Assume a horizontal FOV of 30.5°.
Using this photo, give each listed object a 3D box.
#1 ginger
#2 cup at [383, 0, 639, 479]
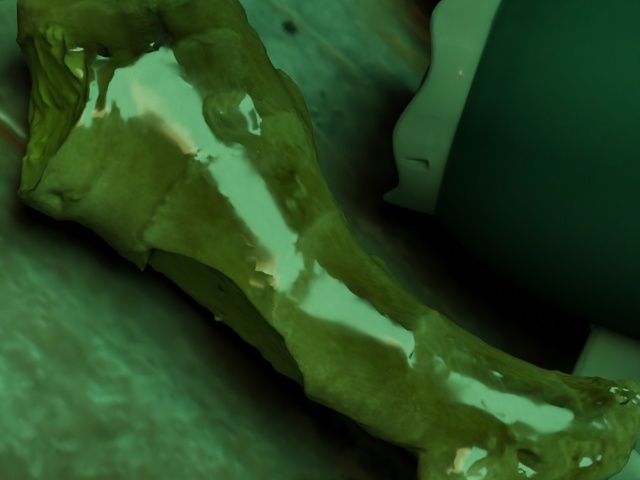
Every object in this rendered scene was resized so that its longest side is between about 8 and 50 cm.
[{"bbox_3d":[0.000,0.000,0.461,0.294,0.086,0.131,39,46,-3],"label":"ginger"},{"bbox_3d":[0.125,-0.043,0.524,0.173,0.167,0.300,18,91,8],"label":"cup"}]
